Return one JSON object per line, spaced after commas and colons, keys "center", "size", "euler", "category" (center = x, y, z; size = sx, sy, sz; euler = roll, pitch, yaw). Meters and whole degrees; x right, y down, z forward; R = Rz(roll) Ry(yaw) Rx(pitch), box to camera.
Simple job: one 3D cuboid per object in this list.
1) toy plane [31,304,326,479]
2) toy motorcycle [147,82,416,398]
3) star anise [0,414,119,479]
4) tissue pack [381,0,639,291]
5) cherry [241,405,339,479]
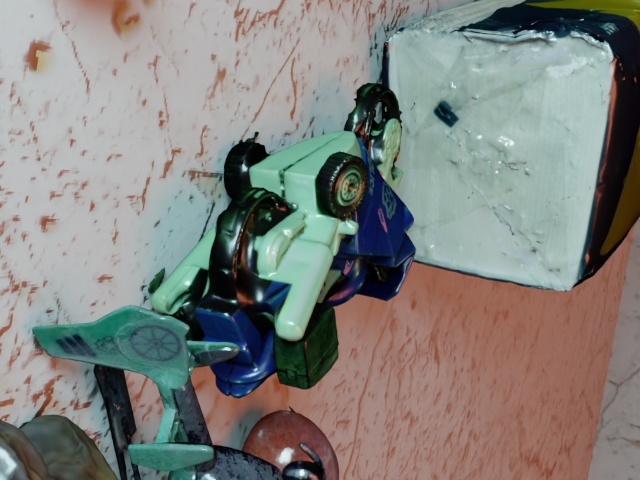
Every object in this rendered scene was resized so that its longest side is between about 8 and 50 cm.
{"center": [-0.078, 0.189, 0.665], "size": [0.106, 0.155, 0.382], "euler": [-84, 168, -50], "category": "toy plane"}
{"center": [0.000, 0.000, 0.774], "size": [0.331, 0.125, 0.196], "euler": [-47, 138, -51], "category": "toy motorcycle"}
{"center": [-0.138, 0.233, 0.499], "size": [0.108, 0.315, 0.315], "euler": [-27, 140, 0], "category": "star anise"}
{"center": [0.254, -0.142, 1.044], "size": [0.416, 0.253, 0.264], "euler": [-30, 126, -53], "category": "tissue pack"}
{"center": [-0.029, 0.212, 0.825], "size": [0.106, 0.087, 0.126], "euler": [30, 71, -56], "category": "cherry"}
